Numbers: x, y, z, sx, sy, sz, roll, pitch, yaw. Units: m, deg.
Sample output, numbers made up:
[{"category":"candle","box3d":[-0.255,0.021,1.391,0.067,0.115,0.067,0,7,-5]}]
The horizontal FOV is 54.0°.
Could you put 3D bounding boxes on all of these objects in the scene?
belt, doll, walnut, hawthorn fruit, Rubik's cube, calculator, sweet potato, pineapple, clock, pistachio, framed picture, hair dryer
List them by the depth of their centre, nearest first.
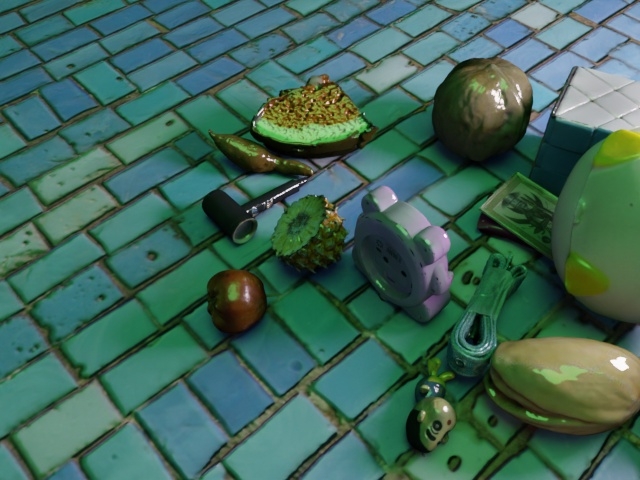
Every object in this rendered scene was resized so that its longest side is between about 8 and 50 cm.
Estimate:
[{"category":"pistachio","box3d":[0.436,0.246,1.094,0.293,0.162,0.181,0,35,3]},{"category":"doll","box3d":[0.201,0.293,1.105,0.089,0.102,0.179,-17,40,44]},{"category":"clock","box3d":[0.155,0.026,1.213,0.090,0.247,0.227,-36,60,-23]},{"category":"belt","box3d":[0.326,0.136,1.219,0.087,0.072,0.302,18,46,22]},{"category":"hawthorn fruit","box3d":[-0.163,0.116,1.228,0.125,0.125,0.140,30,24,22]},{"category":"pineapple","box3d":[-0.002,0.003,1.315,0.176,0.137,0.161,-10,51,44]},{"category":"framed picture","box3d":[0.489,-0.049,1.391,0.231,0.010,0.173,37,57,19]},{"category":"calculator","box3d":[0.457,-0.042,1.408,0.191,0.034,0.126,20,52,14]},{"category":"Rubik's cube","box3d":[0.632,-0.226,1.433,0.231,0.224,0.221,22,52,19]},{"category":"hair dryer","box3d":[-0.138,-0.096,1.439,0.255,0.070,0.128,-32,57,-32]},{"category":"sweet potato","box3d":[-0.146,-0.194,1.507,0.270,0.074,0.074,20,53,0]},{"category":"walnut","box3d":[0.389,-0.322,1.513,0.249,0.248,0.248,0,51,0]}]

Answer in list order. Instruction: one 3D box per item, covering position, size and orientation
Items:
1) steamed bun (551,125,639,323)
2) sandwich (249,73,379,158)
[{"category":"steamed bun","box3d":[0.612,-0.028,1.190,0.334,0.334,0.373,11,95,9]},{"category":"sandwich","box3d":[-0.029,-0.293,1.529,0.292,0.109,0.212,-17,73,-5]}]
